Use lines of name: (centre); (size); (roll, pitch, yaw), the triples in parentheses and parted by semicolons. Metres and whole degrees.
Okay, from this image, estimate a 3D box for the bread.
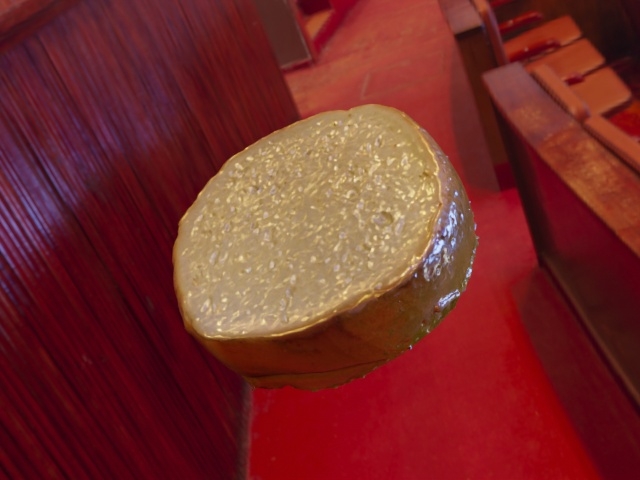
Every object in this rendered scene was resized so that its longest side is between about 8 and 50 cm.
bread: (0.000, 0.000, 0.574); (0.236, 0.070, 0.236); (-14, 44, 15)
